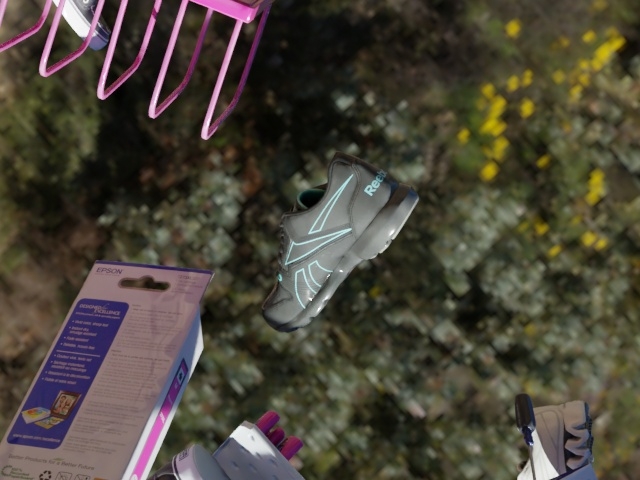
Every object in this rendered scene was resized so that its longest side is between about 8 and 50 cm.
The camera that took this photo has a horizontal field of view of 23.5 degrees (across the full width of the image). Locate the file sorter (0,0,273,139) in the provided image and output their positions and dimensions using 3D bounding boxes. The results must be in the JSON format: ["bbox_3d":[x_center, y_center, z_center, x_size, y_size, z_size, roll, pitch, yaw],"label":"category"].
[{"bbox_3d":[-0.220,-0.267,1.842,0.202,0.290,0.182,-62,173,-68],"label":"file sorter"}]

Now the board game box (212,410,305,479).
[{"bbox_3d":[-0.009,0.427,2.019,0.050,0.390,0.390,-40,174,-30],"label":"board game box"}]

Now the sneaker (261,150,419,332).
[{"bbox_3d":[0.000,0.000,1.682,0.267,0.106,0.101,-48,-172,40],"label":"sneaker"}]

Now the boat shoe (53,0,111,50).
[{"bbox_3d":[-0.325,-0.349,2.034,0.076,0.228,0.080,-30,-139,2],"label":"boat shoe"}]

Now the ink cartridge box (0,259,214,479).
[{"bbox_3d":[-0.263,0.182,1.895,0.175,0.069,0.371,5,-130,20],"label":"ink cartridge box"}]

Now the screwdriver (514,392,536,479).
[{"bbox_3d":[0.257,0.259,1.855,0.025,0.024,0.170,-29,-133,23],"label":"screwdriver"}]

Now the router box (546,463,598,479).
[{"bbox_3d":[0.338,0.482,2.077,0.082,0.301,0.335,-28,169,28],"label":"router box"}]

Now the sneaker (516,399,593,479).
[{"bbox_3d":[0.362,0.389,2.341,0.118,0.292,0.110,-4,-177,11],"label":"sneaker"}]

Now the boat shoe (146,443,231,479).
[{"bbox_3d":[-0.112,0.404,1.884,0.105,0.306,0.113,-36,175,13],"label":"boat shoe"}]
